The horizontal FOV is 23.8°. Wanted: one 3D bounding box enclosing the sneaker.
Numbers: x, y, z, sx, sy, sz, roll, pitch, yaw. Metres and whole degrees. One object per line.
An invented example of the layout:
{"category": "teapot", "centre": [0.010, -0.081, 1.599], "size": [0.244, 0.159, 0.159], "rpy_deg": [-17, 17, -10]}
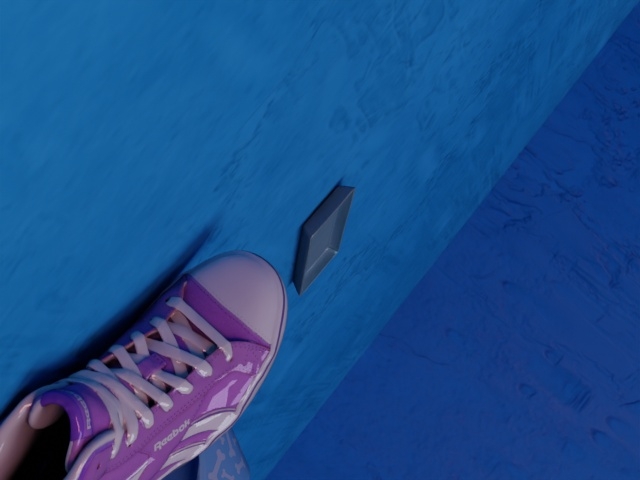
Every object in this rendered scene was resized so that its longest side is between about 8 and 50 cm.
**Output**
{"category": "sneaker", "centre": [-0.122, 0.104, 1.008], "size": [0.282, 0.102, 0.161], "rpy_deg": [-49, 168, -16]}

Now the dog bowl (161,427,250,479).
{"category": "dog bowl", "centre": [-0.157, 0.228, 1.165], "size": [0.166, 0.074, 0.297], "rpy_deg": [-28, -166, 36]}

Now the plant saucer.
{"category": "plant saucer", "centre": [0.000, 0.000, 1.492], "size": [0.067, 0.018, 0.192], "rpy_deg": [-49, 172, -17]}
